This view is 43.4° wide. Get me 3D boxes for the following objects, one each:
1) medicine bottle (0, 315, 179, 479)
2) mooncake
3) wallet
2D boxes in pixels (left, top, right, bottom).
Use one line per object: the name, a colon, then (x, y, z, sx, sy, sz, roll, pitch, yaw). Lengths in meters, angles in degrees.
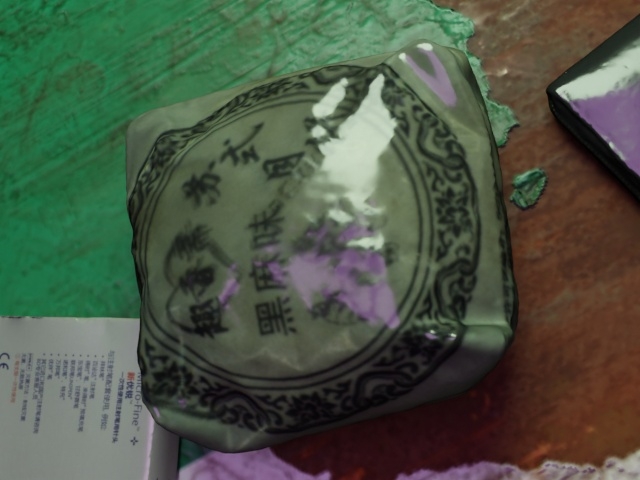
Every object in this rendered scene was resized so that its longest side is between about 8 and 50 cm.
medicine bottle: (-0.188, 0.154, 0.578, 0.171, 0.052, 0.200, -1, 75, 13)
mooncake: (-0.001, 0.000, 0.531, 0.250, 0.136, 0.254, -13, 73, 13)
wallet: (0.291, -0.126, 0.543, 0.250, 0.044, 0.149, -38, 74, 1)
